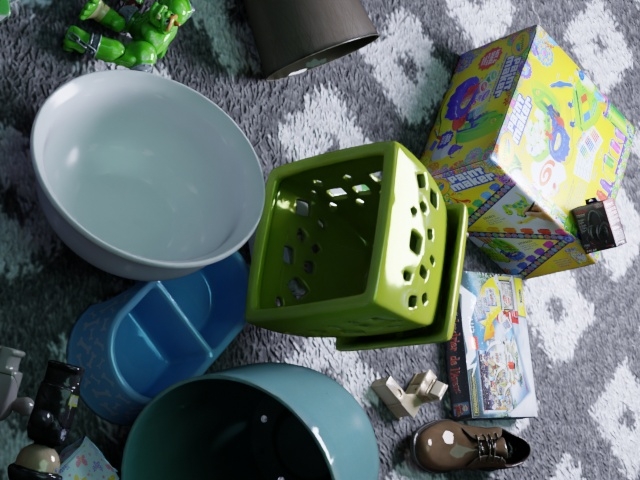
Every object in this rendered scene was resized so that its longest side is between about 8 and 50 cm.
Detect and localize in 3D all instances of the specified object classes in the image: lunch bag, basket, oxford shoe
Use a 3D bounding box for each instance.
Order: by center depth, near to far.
[{"bbox_3d":[-0.289,0.285,1.657,0.083,0.053,0.071,-45,107,-30],"label":"lunch bag"},{"bbox_3d":[-0.039,-0.367,2.007,0.204,0.154,0.227,-22,90,-45],"label":"basket"},{"bbox_3d":[0.229,0.308,2.095,0.227,0.096,0.082,5,77,-40],"label":"oxford shoe"}]

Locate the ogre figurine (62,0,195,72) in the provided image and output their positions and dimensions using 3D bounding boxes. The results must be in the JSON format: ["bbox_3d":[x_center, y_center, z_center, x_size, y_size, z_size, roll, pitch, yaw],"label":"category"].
[{"bbox_3d":[-0.244,-0.298,1.840,0.118,0.097,0.197,35,39,-9],"label":"ogre figurine"}]

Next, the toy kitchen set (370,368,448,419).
[{"bbox_3d":[0.136,0.209,2.055,0.075,0.068,0.083,50,50,-20],"label":"toy kitchen set"}]

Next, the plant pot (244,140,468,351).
[{"bbox_3d":[0.062,0.025,1.820,0.207,0.228,0.227,29,62,-41],"label":"plant pot"}]

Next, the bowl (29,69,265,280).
[{"bbox_3d":[-0.229,-0.057,1.720,0.298,0.134,0.298,15,49,-19],"label":"bowl"}]

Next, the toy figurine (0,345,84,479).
[{"bbox_3d":[-0.383,0.180,1.497,0.213,0.209,0.148,21,81,-44],"label":"toy figurine"}]

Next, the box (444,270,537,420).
[{"bbox_3d":[0.265,0.168,2.201,0.159,0.044,0.233,6,75,-41],"label":"box"}]

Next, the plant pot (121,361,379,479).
[{"bbox_3d":[-0.061,0.283,1.719,0.235,0.293,0.293,-19,91,-64],"label":"plant pot"}]

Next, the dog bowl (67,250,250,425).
[{"bbox_3d":[-0.193,0.105,1.780,0.166,0.074,0.297,55,48,-16],"label":"dog bowl"}]

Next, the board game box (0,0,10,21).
[{"bbox_3d":[-0.503,-0.214,1.419,0.242,0.316,0.064,-4,80,-43],"label":"board game box"}]

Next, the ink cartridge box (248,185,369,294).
[{"bbox_3d":[0.000,0.000,1.976,0.208,0.087,0.153,-3,81,-43],"label":"ink cartridge box"}]

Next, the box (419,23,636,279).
[{"bbox_3d":[0.337,-0.139,2.262,0.279,0.177,0.290,42,54,-27],"label":"box"}]

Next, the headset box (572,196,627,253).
[{"bbox_3d":[0.432,-0.026,2.155,0.032,0.062,0.083,-19,93,-43],"label":"headset box"}]
